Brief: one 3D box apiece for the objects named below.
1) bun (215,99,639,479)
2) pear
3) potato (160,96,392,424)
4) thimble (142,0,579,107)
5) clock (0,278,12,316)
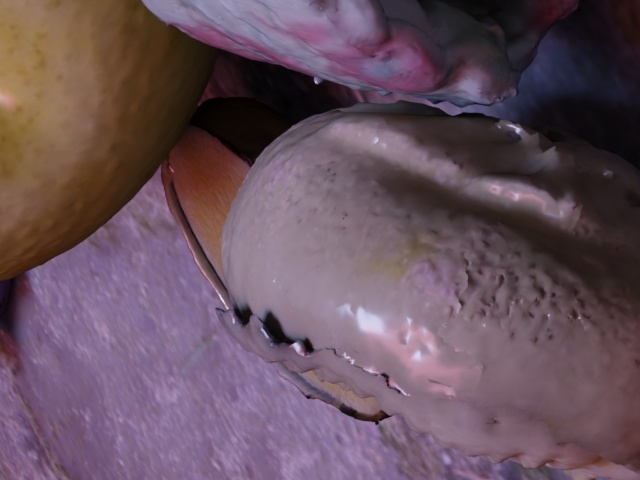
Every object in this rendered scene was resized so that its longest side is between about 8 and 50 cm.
[{"bbox_3d":[0.081,0.018,0.721,0.239,0.239,0.141,23,95,38],"label":"bun"},{"bbox_3d":[-0.210,-0.139,0.826,0.348,0.348,0.348,31,139,31],"label":"pear"},{"bbox_3d":[0.000,0.000,0.917,0.200,0.081,0.164,45,153,20],"label":"potato"},{"bbox_3d":[0.013,-0.149,0.679,0.149,0.185,0.211,21,141,42],"label":"thimble"},{"bbox_3d":[-0.281,0.028,1.305,0.110,0.050,0.153,44,145,16],"label":"clock"}]
